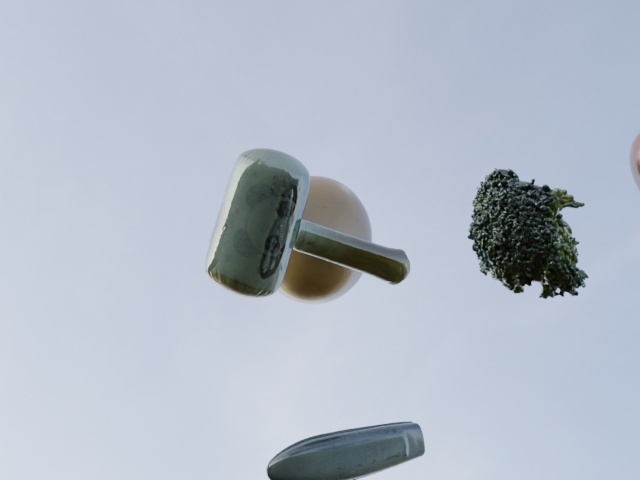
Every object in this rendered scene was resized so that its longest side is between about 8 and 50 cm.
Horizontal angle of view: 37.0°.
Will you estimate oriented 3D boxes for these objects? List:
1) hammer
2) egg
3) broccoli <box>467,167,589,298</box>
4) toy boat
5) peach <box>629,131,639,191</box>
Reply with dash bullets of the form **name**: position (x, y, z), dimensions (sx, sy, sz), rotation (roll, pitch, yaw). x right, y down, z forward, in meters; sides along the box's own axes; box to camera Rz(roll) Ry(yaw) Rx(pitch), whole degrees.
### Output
- **hammer**: position (0.000, 0.000, 1.329), dimensions (0.306, 0.201, 0.113), rotation (16, 6, -28)
- **egg**: position (-0.012, 0.005, 1.607), dimensions (0.201, 0.244, 0.201), rotation (0, -61, 0)
- **broccoli**: position (0.266, -0.009, 1.195), dimensions (0.167, 0.160, 0.154), rotation (22, -66, 35)
- **toy boat**: position (0.035, 0.324, 1.439), dimensions (0.261, 0.078, 0.085), rotation (-6, -8, -29)
- **peach**: position (0.473, -0.096, 1.156), dimensions (0.184, 0.184, 0.184), rotation (4, -39, 3)
